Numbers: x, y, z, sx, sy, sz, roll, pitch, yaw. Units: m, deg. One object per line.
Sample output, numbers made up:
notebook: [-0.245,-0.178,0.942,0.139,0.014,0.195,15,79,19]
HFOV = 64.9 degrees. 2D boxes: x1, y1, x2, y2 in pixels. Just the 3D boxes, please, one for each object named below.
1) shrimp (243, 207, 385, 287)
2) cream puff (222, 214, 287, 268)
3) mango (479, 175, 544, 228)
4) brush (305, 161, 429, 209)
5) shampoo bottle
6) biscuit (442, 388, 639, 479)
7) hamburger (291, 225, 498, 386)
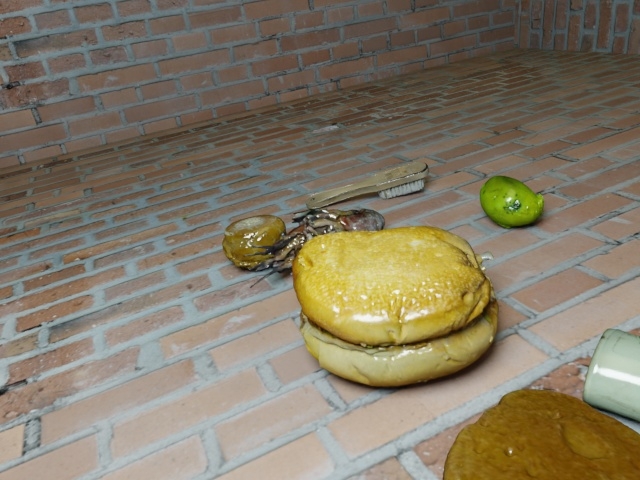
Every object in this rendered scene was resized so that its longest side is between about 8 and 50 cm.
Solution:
shrimp: [-0.003,0.004,1.008,0.342,0.117,0.145,-21,27,-35]
cream puff: [-0.136,0.007,1.062,0.143,0.103,0.126,-10,23,-3]
mango: [0.404,-0.084,1.088,0.119,0.100,0.178,27,17,-9]
brush: [0.123,-0.125,1.304,0.327,0.065,0.070,-15,32,9]
shampoo bottle: [0.438,0.180,0.568,0.234,0.087,0.118,15,32,38]
biscuit: [0.262,0.246,0.435,0.358,0.075,0.381,4,9,3]
hamburger: [0.116,0.082,0.766,0.313,0.170,0.290,-5,30,5]
